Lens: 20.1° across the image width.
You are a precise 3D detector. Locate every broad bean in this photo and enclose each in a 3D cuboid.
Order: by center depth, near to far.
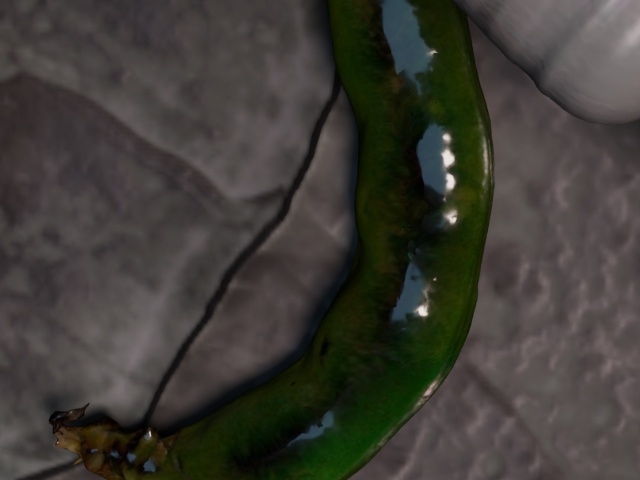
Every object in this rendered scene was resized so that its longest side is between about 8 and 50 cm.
[{"bbox_3d":[0.000,0.000,0.734,0.144,0.049,0.292,30,105,12],"label":"broad bean"}]

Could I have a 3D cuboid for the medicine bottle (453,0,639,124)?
[{"bbox_3d":[0.155,-0.136,0.567,0.306,0.245,0.245,46,107,5],"label":"medicine bottle"}]
